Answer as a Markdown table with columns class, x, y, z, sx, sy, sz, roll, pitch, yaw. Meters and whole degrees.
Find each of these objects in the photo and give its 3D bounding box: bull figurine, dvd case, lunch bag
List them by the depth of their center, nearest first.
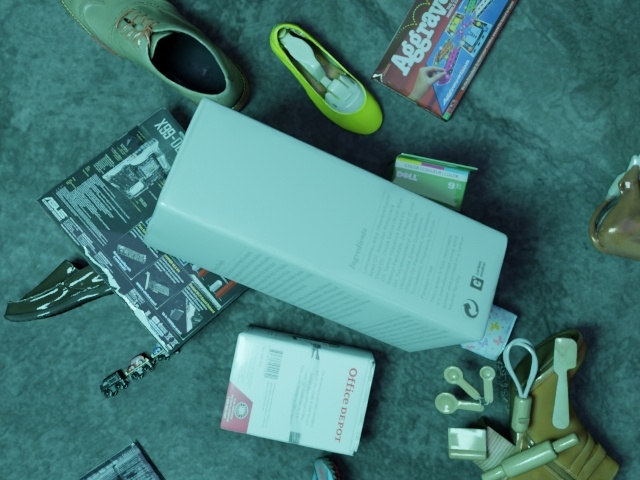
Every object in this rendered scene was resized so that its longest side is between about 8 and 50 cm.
| class | x | y | z | sx | sy | sz | roll | pitch | yaw |
| --- | --- | --- | --- | --- | --- | --- | --- | --- | --- |
| bull figurine | 0.587 | -0.017 | 1.090 | 0.310 | 0.101 | 0.188 | 15 | 89 | -3 |
| lunch bag | 0.267 | 0.145 | 1.123 | 0.071 | 0.053 | 0.083 | 23 | 83 | -3 |
| dvd case | -0.316 | 0.471 | 1.160 | 0.165 | 0.018 | 0.221 | -34 | 92 | 1 |

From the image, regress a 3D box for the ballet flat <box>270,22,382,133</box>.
| class | x | y | z | sx | sy | sz | roll | pitch | yaw |
| --- | --- | --- | --- | --- | --- | --- | --- | --- | --- |
| ballet flat | 0.007 | -0.256 | 1.089 | 0.231 | 0.077 | 0.077 | 45 | 92 | -2 |

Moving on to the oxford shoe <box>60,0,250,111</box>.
| class | x | y | z | sx | sy | sz | roll | pitch | yaw |
| --- | --- | --- | --- | --- | --- | --- | --- | --- | --- |
| oxford shoe | -0.261 | -0.324 | 1.060 | 0.348 | 0.130 | 0.123 | 32 | 93 | -1 |

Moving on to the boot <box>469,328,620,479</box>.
| class | x | y | z | sx | sy | sz | roll | pitch | yaw |
| --- | --- | --- | --- | --- | --- | --- | --- | --- | --- |
| boot | 0.392 | 0.302 | 1.099 | 0.220 | 0.109 | 0.283 | 34 | 95 | 0 |

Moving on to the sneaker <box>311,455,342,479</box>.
| class | x | y | z | sx | sy | sz | roll | pitch | yaw |
| --- | --- | --- | --- | --- | --- | --- | --- | --- | --- |
| sneaker | -0.030 | 0.476 | 1.117 | 0.125 | 0.104 | 0.261 | 8 | 93 | 2 |

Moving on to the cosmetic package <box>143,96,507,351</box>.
| class | x | y | z | sx | sy | sz | roll | pitch | yaw |
| --- | --- | --- | --- | --- | --- | --- | --- | --- | --- |
| cosmetic package | 0.000 | 0.000 | 0.974 | 0.453 | 0.230 | 0.161 | 23 | 71 | -13 |

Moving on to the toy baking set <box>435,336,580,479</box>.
| class | x | y | z | sx | sy | sz | roll | pitch | yaw |
| --- | --- | --- | --- | --- | --- | --- | --- | --- | --- |
| toy baking set | 0.292 | 0.257 | 1.047 | 0.256 | 0.030 | 0.196 | -28 | 91 | 21 |

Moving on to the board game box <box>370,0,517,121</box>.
| class | x | y | z | sx | sy | sz | roll | pitch | yaw |
| --- | --- | --- | --- | --- | --- | --- | --- | --- | --- |
| board game box | 0.212 | -0.349 | 1.109 | 0.145 | 0.027 | 0.281 | 30 | 93 | 0 |

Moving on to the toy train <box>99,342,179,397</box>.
| class | x | y | z | sx | sy | sz | roll | pitch | yaw |
| --- | --- | --- | --- | --- | --- | --- | --- | --- | --- |
| toy train | -0.298 | 0.206 | 1.142 | 0.158 | 0.027 | 0.036 | -33 | 82 | 2 |

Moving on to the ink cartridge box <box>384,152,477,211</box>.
| class | x | y | z | sx | sy | sz | roll | pitch | yaw |
| --- | --- | --- | --- | --- | --- | --- | --- | --- | --- |
| ink cartridge box | 0.155 | -0.084 | 1.031 | 0.109 | 0.209 | 0.062 | 13 | 93 | 0 |

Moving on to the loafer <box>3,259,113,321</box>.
| class | x | y | z | sx | sy | sz | roll | pitch | yaw |
| --- | --- | --- | --- | --- | --- | --- | --- | --- | --- |
| loafer | -0.404 | 0.070 | 1.115 | 0.220 | 0.080 | 0.078 | -20 | 89 | -8 |

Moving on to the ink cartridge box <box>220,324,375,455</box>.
| class | x | y | z | sx | sy | sz | roll | pitch | yaw |
| --- | --- | --- | --- | --- | --- | --- | --- | --- | --- |
| ink cartridge box | -0.034 | 0.237 | 1.109 | 0.218 | 0.092 | 0.158 | 12 | 93 | 1 |

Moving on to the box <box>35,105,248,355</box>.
| class | x | y | z | sx | sy | sz | roll | pitch | yaw |
| --- | --- | --- | --- | --- | --- | --- | --- | --- | --- |
| box | -0.241 | -0.015 | 1.074 | 0.242 | 0.076 | 0.307 | -42 | 92 | -15 |
